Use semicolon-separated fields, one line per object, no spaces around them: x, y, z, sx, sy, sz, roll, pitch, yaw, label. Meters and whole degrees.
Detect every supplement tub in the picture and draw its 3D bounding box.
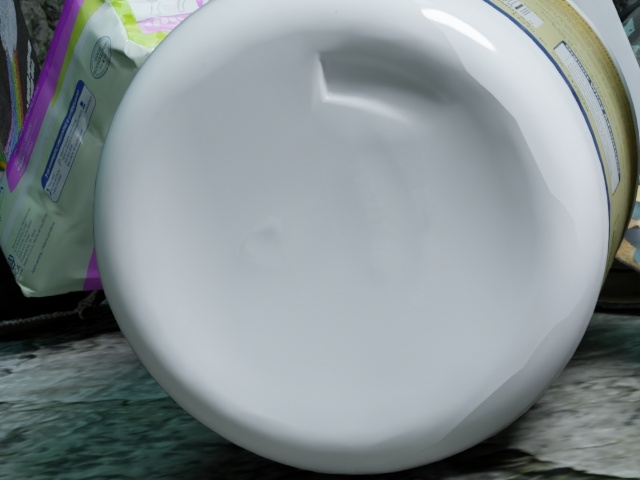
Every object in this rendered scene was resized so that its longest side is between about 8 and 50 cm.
0.041;-0.031;0.925;0.228;0.228;0.316;-5;9;15;supplement tub

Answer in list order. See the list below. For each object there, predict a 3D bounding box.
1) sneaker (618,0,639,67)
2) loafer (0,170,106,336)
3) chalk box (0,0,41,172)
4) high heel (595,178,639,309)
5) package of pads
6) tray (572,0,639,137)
0.306;-0.151;1.519;0.483;0.202;0.185;-10;9;-16;sneaker
-0.306;0.012;1.235;0.366;0.133;0.130;-8;11;-10;loafer
-0.307;-0.078;1.409;0.179;0.180;0.289;-5;-34;0;chalk box
0.085;0.013;1.124;0.261;0.093;0.186;-19;29;0;high heel
-0.041;-0.079;1.184;0.297;0.229;0.101;-4;49;-34;package of pads
0.155;-0.108;1.268;0.145;0.270;0.030;1;38;45;tray
